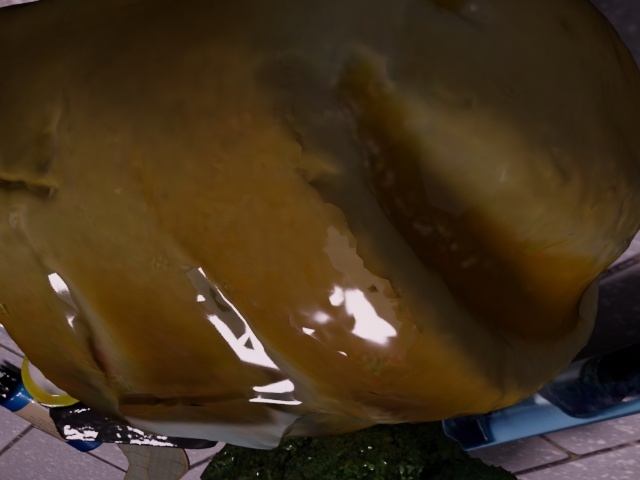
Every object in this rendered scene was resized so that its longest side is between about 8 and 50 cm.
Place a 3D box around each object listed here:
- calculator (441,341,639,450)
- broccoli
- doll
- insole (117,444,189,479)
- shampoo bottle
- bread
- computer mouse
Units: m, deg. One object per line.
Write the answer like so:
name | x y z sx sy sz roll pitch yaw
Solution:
calculator | 0.232 0.123 0.727 0.173 0.051 0.293 1 160 -38
broccoli | 0.015 0.304 0.908 0.414 0.321 0.310 -25 124 4
doll | -0.299 0.118 1.010 0.135 0.098 0.241 -13 153 -22
insole | -0.270 0.360 1.397 0.119 0.009 0.348 21 145 -2
shampoo bottle | -0.394 0.240 1.263 0.183 0.050 0.087 40 144 -25
bread | 0.000 0.000 0.455 0.342 0.210 0.300 -4 156 25
computer mouse | -0.229 0.219 1.111 0.217 0.073 0.122 4 170 -7
